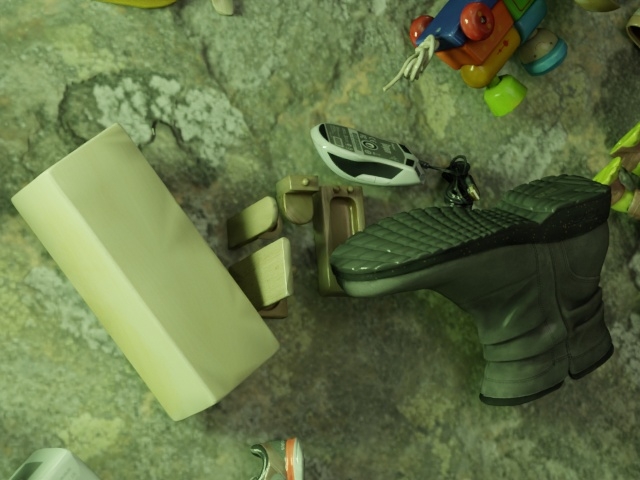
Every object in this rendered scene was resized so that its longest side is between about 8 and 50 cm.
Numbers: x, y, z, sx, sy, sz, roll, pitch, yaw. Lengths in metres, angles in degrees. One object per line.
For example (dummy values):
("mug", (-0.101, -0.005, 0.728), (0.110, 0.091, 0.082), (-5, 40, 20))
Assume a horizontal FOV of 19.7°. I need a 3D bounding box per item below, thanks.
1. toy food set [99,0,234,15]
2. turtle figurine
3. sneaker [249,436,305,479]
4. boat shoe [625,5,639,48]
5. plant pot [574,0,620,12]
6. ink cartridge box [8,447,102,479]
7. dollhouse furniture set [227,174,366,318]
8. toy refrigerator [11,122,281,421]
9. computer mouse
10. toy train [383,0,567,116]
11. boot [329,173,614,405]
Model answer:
("toy food set", (-0.176, -0.307, 1.869), (0.217, 0.071, 0.128), (4, 74, -27))
("turtle figurine", (0.420, -0.034, 2.099), (0.217, 0.087, 0.269), (41, 70, -4))
("sneaker", (-0.048, 0.271, 1.793), (0.064, 0.061, 0.158), (1, 73, 0))
("boat shoe", (0.422, -0.205, 2.166), (0.059, 0.063, 0.170), (-40, 87, -28))
("plant pot", (0.239, -0.331, 2.040), (0.236, 0.236, 0.032), (42, 102, -11))
("ink cartridge box", (-0.213, 0.427, 1.648), (0.385, 0.091, 0.308), (50, 59, -17))
("dollhouse furniture set", (0.000, 0.000, 1.845), (0.151, 0.123, 0.144), (2, 75, -27))
("toy refrigerator", (-0.169, 0.033, 1.767), (0.102, 0.094, 0.269), (-40, 97, -37))
("computer mouse", (0.074, -0.076, 1.942), (0.193, 0.042, 0.106), (16, 27, -14))
("toy train", (0.170, -0.191, 2.012), (0.143, 0.105, 0.248), (51, 59, -22))
("boot", (0.171, 0.074, 1.890), (0.338, 0.118, 0.223), (-13, 112, -25))
